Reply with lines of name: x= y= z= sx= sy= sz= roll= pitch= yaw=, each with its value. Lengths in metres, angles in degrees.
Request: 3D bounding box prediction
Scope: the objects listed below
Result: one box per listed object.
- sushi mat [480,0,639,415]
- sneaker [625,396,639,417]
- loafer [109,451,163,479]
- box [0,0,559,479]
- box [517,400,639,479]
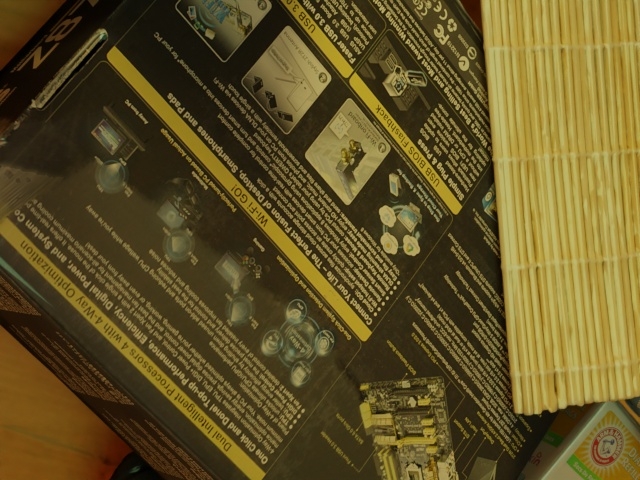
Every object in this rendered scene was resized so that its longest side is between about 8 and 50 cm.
sushi mat: x=0.172 y=-0.056 z=0.843 sx=0.152 sy=0.019 sz=0.316 roll=-7 pitch=95 yaw=-19
sneaker: x=0.264 y=0.049 z=0.961 sx=0.126 sy=0.091 sz=0.240 roll=44 pitch=41 yaw=-22
loafer: x=-0.042 y=0.159 z=0.899 sx=0.223 sy=0.076 sz=0.078 roll=-3 pitch=145 yaw=-36
box: x=0.000 y=0.000 z=0.807 sx=0.395 sy=0.097 sz=0.318 roll=49 pitch=63 yaw=-27
box: x=0.133 y=0.194 z=0.966 sx=0.203 sy=0.114 sz=0.103 roll=-48 pitch=119 yaw=-9
